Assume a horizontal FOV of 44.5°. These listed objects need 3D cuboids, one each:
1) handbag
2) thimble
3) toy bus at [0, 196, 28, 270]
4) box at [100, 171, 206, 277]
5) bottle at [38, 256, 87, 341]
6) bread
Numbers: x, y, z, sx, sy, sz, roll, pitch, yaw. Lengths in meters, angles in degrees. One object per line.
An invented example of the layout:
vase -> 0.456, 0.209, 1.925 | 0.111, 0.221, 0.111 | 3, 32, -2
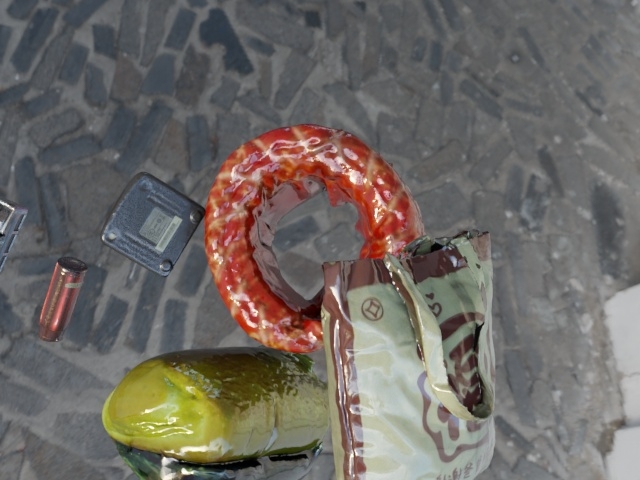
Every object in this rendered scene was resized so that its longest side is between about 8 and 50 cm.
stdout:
handbag -> 0.085, 0.118, 0.658 | 0.213, 0.127, 0.234 | -10, 100, -46
thimble -> 0.000, 0.000, 1.223 | 0.351, 0.230, 0.349 | 0, 87, 6
toy bus -> -0.329, 0.020, 0.757 | 0.037, 0.052, 0.130 | 25, 92, -1
box -> -0.250, -0.024, 1.169 | 0.125, 0.027, 0.126 | 32, 85, -24
bottle -> -0.478, 0.112, 1.436 | 0.060, 0.164, 0.060 | 21, 20, -8
bread -> -0.141, 0.271, 1.213 | 0.251, 0.208, 0.377 | 34, 13, 30
